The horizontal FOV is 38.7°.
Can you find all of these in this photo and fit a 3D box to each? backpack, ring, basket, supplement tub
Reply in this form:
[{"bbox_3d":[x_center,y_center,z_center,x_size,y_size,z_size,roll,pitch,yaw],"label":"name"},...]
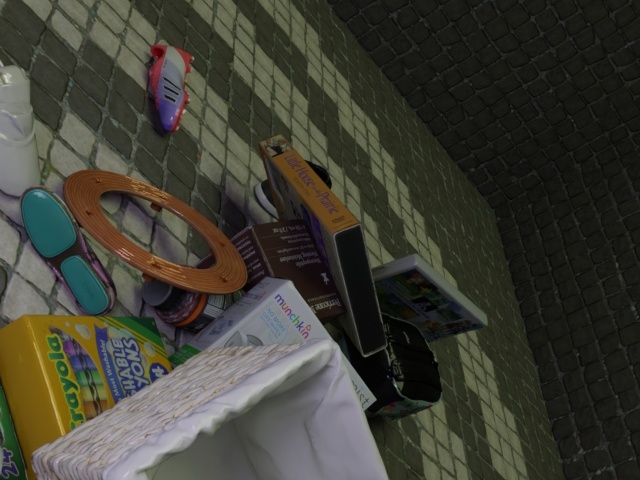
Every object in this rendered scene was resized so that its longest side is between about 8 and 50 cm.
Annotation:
[{"bbox_3d":[0.152,0.283,2.008,0.253,0.191,0.225,15,51,-51],"label":"backpack"},{"bbox_3d":[-0.272,-0.010,1.507,0.336,0.032,0.336,31,18,-11],"label":"ring"},{"bbox_3d":[-0.118,0.321,1.082,0.328,0.266,0.331,-28,105,-40],"label":"basket"},{"bbox_3d":[-0.213,0.104,1.561,0.198,0.106,0.106,30,37,-50],"label":"supplement tub"}]

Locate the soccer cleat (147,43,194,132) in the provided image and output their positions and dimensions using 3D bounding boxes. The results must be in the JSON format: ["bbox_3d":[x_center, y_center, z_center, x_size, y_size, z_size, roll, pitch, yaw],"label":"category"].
[{"bbox_3d":[-0.321,-0.318,1.900,0.095,0.083,0.248,17,45,-18],"label":"soccer cleat"}]

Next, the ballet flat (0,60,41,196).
[{"bbox_3d":[-0.503,-0.254,1.314,0.400,0.139,0.139,61,22,-7],"label":"ballet flat"}]

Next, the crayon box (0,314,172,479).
[{"bbox_3d":[-0.319,0.208,1.237,0.323,0.083,0.203,9,54,-62],"label":"crayon box"}]

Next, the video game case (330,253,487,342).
[{"bbox_3d":[0.171,0.154,2.062,0.329,0.300,0.036,39,42,-42],"label":"video game case"}]

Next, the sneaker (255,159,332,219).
[{"bbox_3d":[-0.013,-0.092,2.168,0.295,0.147,0.105,32,34,-51],"label":"sneaker"}]

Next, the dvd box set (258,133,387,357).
[{"bbox_3d":[0.000,0.000,1.851,0.420,0.062,0.308,-128,-160,-54],"label":"dvd box set"}]

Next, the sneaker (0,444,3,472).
[{"bbox_3d":[-0.437,0.255,0.897,0.169,0.108,0.292,55,24,-22],"label":"sneaker"}]

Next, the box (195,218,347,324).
[{"bbox_3d":[-0.093,0.089,1.715,0.168,0.167,0.203,-10,71,-54],"label":"box"}]

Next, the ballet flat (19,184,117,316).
[{"bbox_3d":[-0.379,0.014,1.376,0.222,0.077,0.079,60,3,-14],"label":"ballet flat"}]

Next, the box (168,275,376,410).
[{"bbox_3d":[-0.081,0.231,1.504,0.262,0.231,0.126,55,-17,-14],"label":"box"}]
